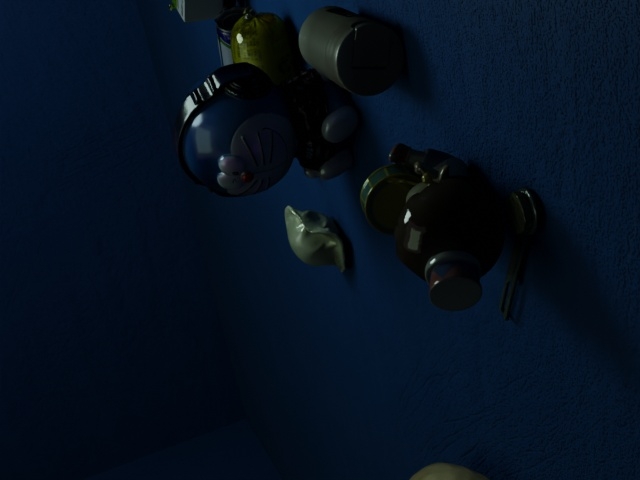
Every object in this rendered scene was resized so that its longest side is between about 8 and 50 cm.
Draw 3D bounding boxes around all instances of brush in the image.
[{"bbox_3d":[0.255,0.029,1.452,0.266,0.027,0.062,89,166,-51],"label":"brush"}]

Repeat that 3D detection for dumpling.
[{"bbox_3d":[-0.002,-0.001,2.243,0.134,0.099,0.169,14,125,56],"label":"dumpling"}]

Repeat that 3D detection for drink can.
[{"bbox_3d":[-0.170,-0.385,2.383,0.097,0.097,0.235,-123,21,-43],"label":"drink can"}]

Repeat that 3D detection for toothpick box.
[{"bbox_3d":[0.044,-0.292,1.669,0.181,0.111,0.111,-134,29,-62],"label":"toothpick box"}]

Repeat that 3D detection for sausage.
[{"bbox_3d":[-0.102,-0.301,2.175,0.123,0.123,0.347,-128,24,-53],"label":"sausage"}]

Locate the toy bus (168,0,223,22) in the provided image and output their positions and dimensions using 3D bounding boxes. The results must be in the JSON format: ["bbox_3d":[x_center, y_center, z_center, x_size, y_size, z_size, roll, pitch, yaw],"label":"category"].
[{"bbox_3d":[-0.264,-0.611,2.279,0.302,0.113,0.139,96,154,-46],"label":"toy bus"}]

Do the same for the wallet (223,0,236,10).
[{"bbox_3d":[-0.196,-0.586,2.332,0.230,0.042,0.124,121,135,-68],"label":"wallet"}]

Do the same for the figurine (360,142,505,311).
[{"bbox_3d":[0.154,-0.021,1.438,0.275,0.158,0.161,-113,1,-64],"label":"figurine"}]

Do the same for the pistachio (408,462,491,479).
[{"bbox_3d":[0.225,0.487,1.801,0.309,0.229,0.230,167,85,-80],"label":"pistachio"}]

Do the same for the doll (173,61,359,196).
[{"bbox_3d":[-0.110,-0.199,1.960,0.284,0.309,0.240,88,160,-49],"label":"doll"}]
